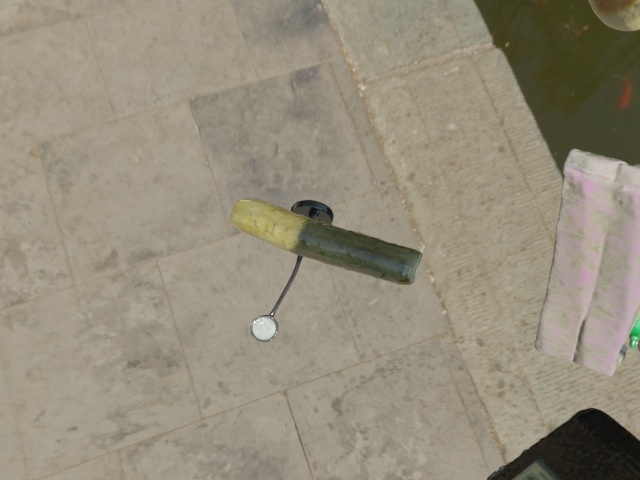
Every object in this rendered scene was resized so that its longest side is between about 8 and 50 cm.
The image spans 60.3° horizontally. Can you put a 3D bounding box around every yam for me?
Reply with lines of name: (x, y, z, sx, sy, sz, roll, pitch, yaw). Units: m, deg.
yam: (0.000, 0.000, 0.993, 0.372, 0.083, 0.083, 20, 74, 26)

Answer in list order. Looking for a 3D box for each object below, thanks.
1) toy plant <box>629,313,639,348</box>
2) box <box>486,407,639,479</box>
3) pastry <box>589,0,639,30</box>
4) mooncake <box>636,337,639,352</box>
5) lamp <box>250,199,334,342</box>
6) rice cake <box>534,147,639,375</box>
toy plant: (0.732, 0.150, 1.258, 0.143, 0.105, 0.200, 13, 91, -40)
box: (0.328, 0.341, 0.567, 0.211, 0.350, 0.058, -36, 116, -1)
pastry: (0.438, -0.369, 0.752, 0.092, 0.156, 0.156, -10, 76, -2)
mooncake: (0.644, 0.218, 0.877, 0.235, 0.235, 0.117, 38, 106, 7)
lamp: (-0.072, 0.080, 1.402, 0.130, 0.108, 0.371, 16, 83, -6)
rice cake: (0.314, 0.037, 0.621, 0.106, 0.298, 0.050, 26, 51, 37)
